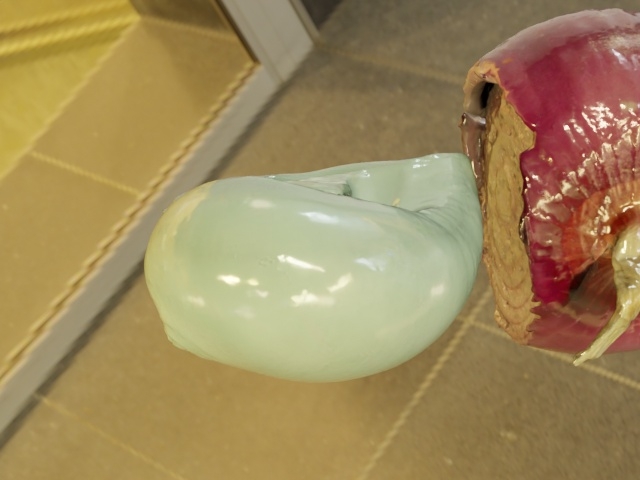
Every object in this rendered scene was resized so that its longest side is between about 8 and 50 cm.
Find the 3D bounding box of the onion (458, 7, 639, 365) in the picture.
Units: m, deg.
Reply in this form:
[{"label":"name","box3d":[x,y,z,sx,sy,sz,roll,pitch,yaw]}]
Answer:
[{"label":"onion","box3d":[0.184,-0.037,0.835,0.201,0.200,0.207,-17,89,16]}]

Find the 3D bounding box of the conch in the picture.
[{"label":"conch","box3d":[-0.002,0.005,0.763,0.185,0.121,0.221,30,28,29]}]
